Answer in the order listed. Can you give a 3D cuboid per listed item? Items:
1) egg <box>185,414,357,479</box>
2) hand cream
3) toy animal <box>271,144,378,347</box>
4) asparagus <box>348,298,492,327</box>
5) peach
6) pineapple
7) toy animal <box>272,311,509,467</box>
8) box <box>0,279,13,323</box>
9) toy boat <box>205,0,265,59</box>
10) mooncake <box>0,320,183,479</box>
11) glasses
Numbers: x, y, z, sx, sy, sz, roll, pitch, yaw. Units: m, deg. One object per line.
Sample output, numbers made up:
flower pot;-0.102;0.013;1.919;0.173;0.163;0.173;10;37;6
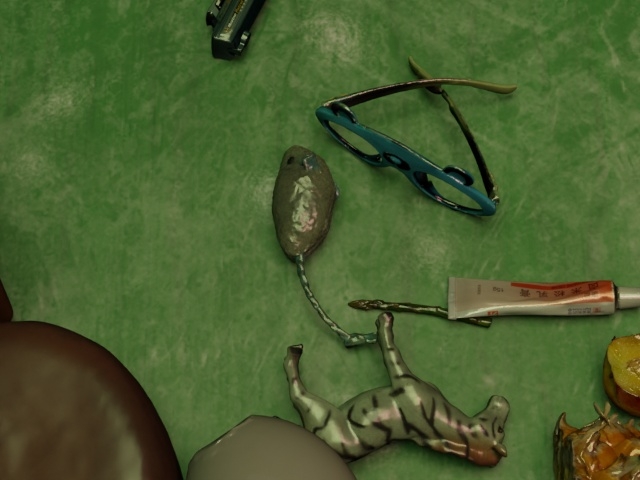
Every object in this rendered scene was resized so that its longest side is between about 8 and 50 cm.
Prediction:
egg;-0.035;0.290;1.632;0.176;0.176;0.232;-33;79;-11
hand cream;0.249;0.062;1.798;0.216;0.052;0.038;0;108;4
toy animal;-0.008;0.004;1.817;0.079;0.070;0.253;-24;65;24
asparagus;0.111;0.078;1.807;0.162;0.016;0.016;8;86;5
peach;0.346;0.150;1.739;0.098;0.061;0.098;8;47;-8
pineapple;0.288;0.271;1.646;0.114;0.186;0.236;6;23;9
toy animal;0.074;0.160;1.730;0.255;0.090;0.170;-4;76;5
box;-0.486;-0.010;1.705;0.229;0.339;0.239;-23;67;-11
toy boat;-0.095;-0.288;1.958;0.060;0.055;0.141;23;70;5
mooncake;-0.294;0.259;1.662;0.325;0.174;0.334;19;71;14
glasses;0.129;-0.125;1.875;0.239;0.102;0.207;31;43;17
